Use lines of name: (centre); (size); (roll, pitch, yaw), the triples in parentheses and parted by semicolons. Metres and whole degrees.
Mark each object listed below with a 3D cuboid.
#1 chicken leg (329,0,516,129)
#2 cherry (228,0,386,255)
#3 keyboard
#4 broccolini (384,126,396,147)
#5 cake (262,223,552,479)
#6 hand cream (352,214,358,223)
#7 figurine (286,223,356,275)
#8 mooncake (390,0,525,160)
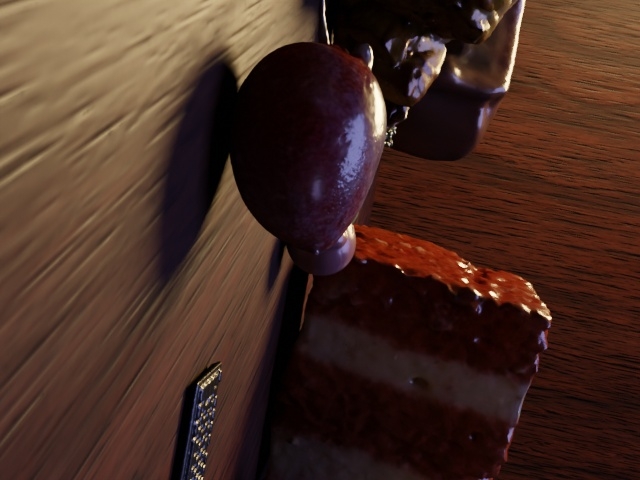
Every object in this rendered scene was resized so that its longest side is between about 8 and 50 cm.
chicken leg: (0.083, -0.260, 0.995); (0.409, 0.182, 0.295); (-117, -135, -72)
cherry: (-0.005, -0.102, 0.559); (0.107, 0.090, 0.225); (40, 52, -71)
keyboard: (-0.089, 0.182, 0.621); (0.067, 0.011, 0.202); (-42, 143, -82)
broccolini: (0.112, -0.292, 1.213); (0.079, 0.074, 0.392); (20, -91, 53)
cake: (0.092, 0.165, 1.156); (0.270, 0.269, 0.319); (-58, 166, -79)
hand cream: (0.009, -0.064, 1.008); (0.235, 0.055, 0.086); (76, 23, -71)
figurine: (0.000, 0.000, 0.917); (0.067, 0.071, 0.083); (-35, 154, -10)
mooncake: (0.180, -0.293, 1.354); (0.334, 0.174, 0.325); (120, -22, -48)
